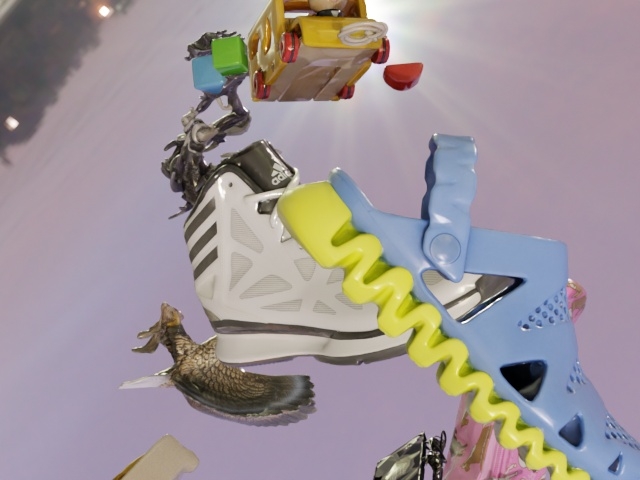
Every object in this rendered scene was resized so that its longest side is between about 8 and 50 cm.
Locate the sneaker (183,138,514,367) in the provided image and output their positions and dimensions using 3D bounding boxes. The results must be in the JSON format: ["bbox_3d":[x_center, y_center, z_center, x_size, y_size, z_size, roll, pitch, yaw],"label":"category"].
[{"bbox_3d":[-0.001,0.001,1.523,0.447,0.257,0.169,-11,-162,39],"label":"sneaker"}]

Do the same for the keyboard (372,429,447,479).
[{"bbox_3d":[0.102,0.266,1.443,0.100,0.038,0.192,-36,-175,11],"label":"keyboard"}]

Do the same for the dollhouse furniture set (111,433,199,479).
[{"bbox_3d":[-0.276,0.291,1.246,0.301,0.151,0.197,-45,171,-40],"label":"dollhouse furniture set"}]

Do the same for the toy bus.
[{"bbox_3d":[-0.005,-0.198,1.213,0.202,0.191,0.104,-12,-103,25],"label":"toy bus"}]

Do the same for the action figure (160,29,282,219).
[{"bbox_3d":[-0.133,-0.132,1.761,0.164,0.141,0.275,52,-38,41],"label":"action figure"}]

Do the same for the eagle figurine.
[{"bbox_3d":[-0.159,0.223,2.165,0.225,0.298,0.226,-52,171,36],"label":"eagle figurine"}]

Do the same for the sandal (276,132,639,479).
[{"bbox_3d":[0.122,0.047,0.889,0.138,0.317,0.126,-44,-175,-2],"label":"sandal"}]

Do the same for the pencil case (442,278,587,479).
[{"bbox_3d":[0.255,0.222,1.767,0.167,0.160,0.386,-16,-131,48],"label":"pencil case"}]
